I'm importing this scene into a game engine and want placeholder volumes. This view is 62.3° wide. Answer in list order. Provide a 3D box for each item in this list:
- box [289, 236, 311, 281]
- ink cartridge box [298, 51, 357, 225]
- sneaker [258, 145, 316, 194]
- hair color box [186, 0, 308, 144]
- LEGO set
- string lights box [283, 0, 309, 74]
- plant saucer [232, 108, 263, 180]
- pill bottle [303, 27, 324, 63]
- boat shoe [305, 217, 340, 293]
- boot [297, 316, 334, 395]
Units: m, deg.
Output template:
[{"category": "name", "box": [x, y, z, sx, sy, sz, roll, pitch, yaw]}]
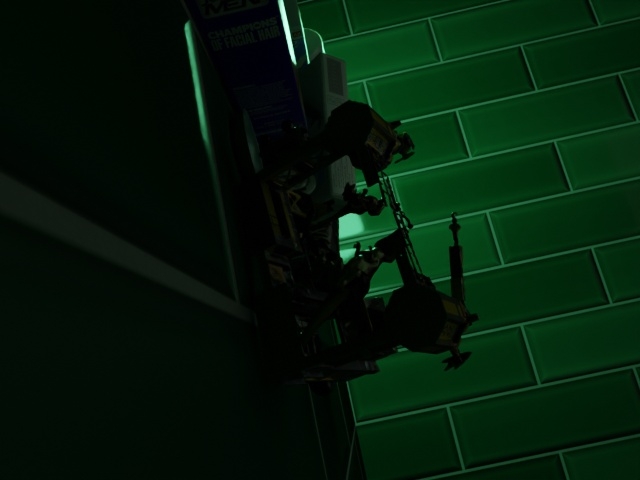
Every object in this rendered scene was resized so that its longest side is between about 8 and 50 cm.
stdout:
[{"category": "box", "box": [-0.047, 0.028, 0.925, 0.062, 0.052, 0.083, -99, 175, -87]}, {"category": "ink cartridge box", "box": [-0.036, -0.173, 1.054, 0.261, 0.066, 0.296, -28, -120, 52]}, {"category": "sneaker", "box": [-0.076, -0.137, 0.975, 0.094, 0.090, 0.235, 108, -25, -47]}, {"category": "hair color box", "box": [-0.099, -0.303, 0.740, 0.339, 0.110, 0.185, 69, 10, -69]}, {"category": "LEGO set", "box": [0.049, 0.023, 0.628, 0.192, 0.255, 0.331, 22, 39, -55]}, {"category": "string lights box", "box": [-0.097, -0.414, 1.172, 0.259, 0.134, 0.076, 70, 9, -76]}, {"category": "plant saucer", "box": [-0.101, -0.122, 0.740, 0.119, 0.021, 0.119, -13, 90, -88]}, {"category": "pill bottle", "box": [-0.053, -0.427, 1.586, 0.361, 0.204, 0.204, 75, 3, -51]}, {"category": "boat shoe", "box": [0.000, 0.000, 1.464, 0.130, 0.133, 0.355, -99, 175, -70]}, {"category": "boot", "box": [-0.012, 0.203, 0.947, 0.121, 0.045, 0.099, -113, -169, -57]}]
